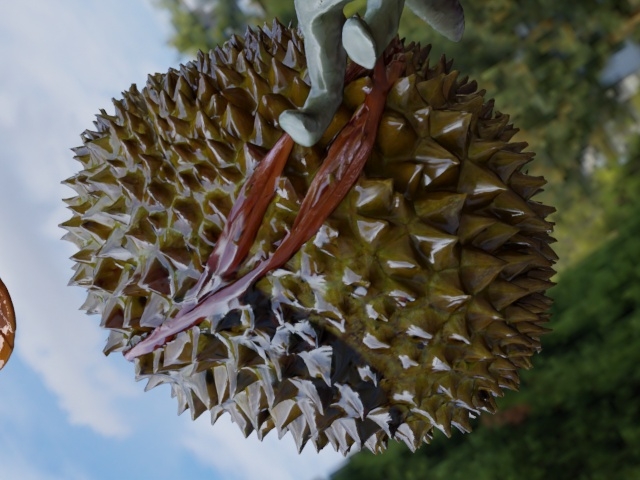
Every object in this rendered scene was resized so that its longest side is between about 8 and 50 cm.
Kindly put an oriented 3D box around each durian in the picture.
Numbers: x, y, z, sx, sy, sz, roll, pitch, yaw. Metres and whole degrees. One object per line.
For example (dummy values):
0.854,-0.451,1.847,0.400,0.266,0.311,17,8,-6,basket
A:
-0.002,0.002,1.234,0.384,0.348,0.348,10,-145,-26,durian

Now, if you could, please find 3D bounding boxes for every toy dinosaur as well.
0.020,-0.174,0.882,0.294,0.077,0.162,79,-150,-55,toy dinosaur

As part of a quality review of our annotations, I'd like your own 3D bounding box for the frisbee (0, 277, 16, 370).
-0.422,0.077,1.845,0.192,0.192,0.035,55,-146,-7,frisbee
